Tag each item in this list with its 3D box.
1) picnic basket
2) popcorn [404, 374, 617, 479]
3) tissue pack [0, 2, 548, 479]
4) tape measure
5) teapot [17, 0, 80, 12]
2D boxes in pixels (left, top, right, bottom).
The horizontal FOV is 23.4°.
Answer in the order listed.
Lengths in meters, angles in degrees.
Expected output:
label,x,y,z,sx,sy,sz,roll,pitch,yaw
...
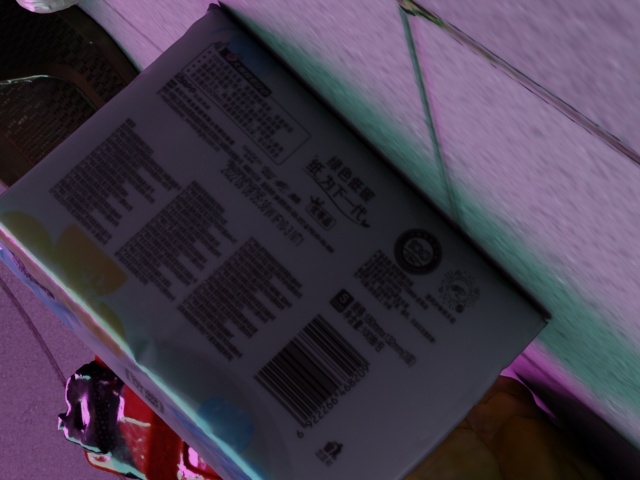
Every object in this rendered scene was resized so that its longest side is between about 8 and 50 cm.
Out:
label,x,y,z,sx,sy,sz,roll,pitch,yaw
picnic basket,-0.257,-0.135,1.297,0.267,0.139,0.165,39,171,36
popcorn,0.085,0.207,0.912,0.249,0.225,0.249,55,-167,-19
tissue pack,-0.030,0.029,0.785,0.229,0.159,0.145,43,166,7
tape measure,-0.042,0.141,1.272,0.260,0.114,0.253,14,-167,22
teapot,-0.161,-0.175,0.873,0.067,0.057,0.083,0,148,22
